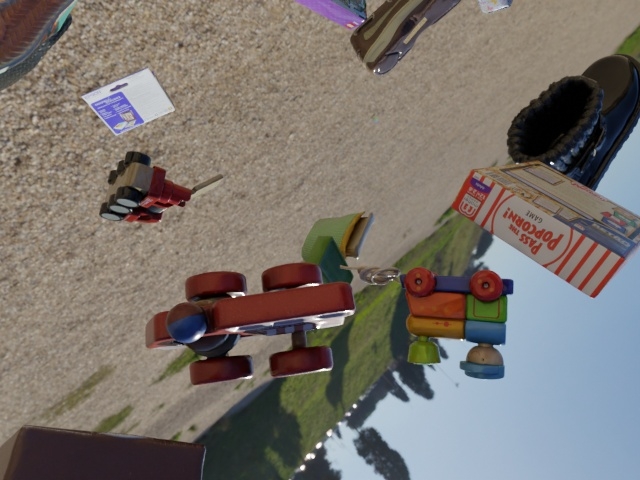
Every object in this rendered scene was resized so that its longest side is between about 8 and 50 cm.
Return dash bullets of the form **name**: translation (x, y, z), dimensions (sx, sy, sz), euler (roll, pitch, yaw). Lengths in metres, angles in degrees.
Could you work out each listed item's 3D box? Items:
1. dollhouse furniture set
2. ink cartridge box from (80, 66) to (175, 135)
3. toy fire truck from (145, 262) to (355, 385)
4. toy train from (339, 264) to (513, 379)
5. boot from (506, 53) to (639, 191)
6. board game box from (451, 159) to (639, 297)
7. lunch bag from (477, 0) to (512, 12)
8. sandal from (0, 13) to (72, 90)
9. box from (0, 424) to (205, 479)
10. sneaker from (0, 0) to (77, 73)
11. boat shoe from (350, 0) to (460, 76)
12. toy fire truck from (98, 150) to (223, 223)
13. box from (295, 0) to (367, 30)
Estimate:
- **dollhouse furniture set**: translation (0.000, 0.000, 1.320), dimensions (0.197, 0.151, 0.302), euler (-2, -133, 35)
- **ink cartridge box**: translation (-0.564, -0.419, 1.461), dimensions (0.206, 0.045, 0.208), euler (-24, 161, -3)
- **toy fire truck**: translation (-0.105, 0.113, 0.711), dimensions (0.302, 0.170, 0.254), euler (-7, 164, -1)
- **toy train**: translation (0.143, 0.112, 0.708), dimensions (0.105, 0.247, 0.144), euler (21, 72, -68)
- **boot**: translation (0.474, -0.238, 0.893), dimensions (0.260, 0.131, 0.348), euler (30, 82, -48)
- **board game box**: translation (0.242, -0.024, 0.497), dimensions (0.193, 0.146, 0.045), euler (-14, 135, -48)
- **lunch bag**: translation (0.447, -0.636, 1.279), dimensions (0.083, 0.071, 0.053), euler (1, -124, 44)
- **sandal**: translation (-0.833, -0.514, 1.305), dimensions (0.445, 0.107, 0.167), euler (-27, -176, 21)
- **box**: translation (-0.226, 0.293, 0.449), dimensions (0.167, 0.168, 0.203), euler (-36, -138, 45)
- **sneaker**: translation (-0.567, -0.407, 0.937), dimensions (0.302, 0.108, 0.121), euler (-54, -155, -20)
- **boat shoe**: translation (0.149, -0.392, 0.794), dimensions (0.257, 0.095, 0.095), euler (-42, 164, 17)
- **toy fire truck**: translation (-0.386, -0.118, 1.225), dimensions (0.246, 0.159, 0.217), euler (19, 158, -33)
- **box**: translation (-0.019, -0.589, 1.023), dimensions (0.293, 0.201, 0.057), euler (6, 171, -44)
